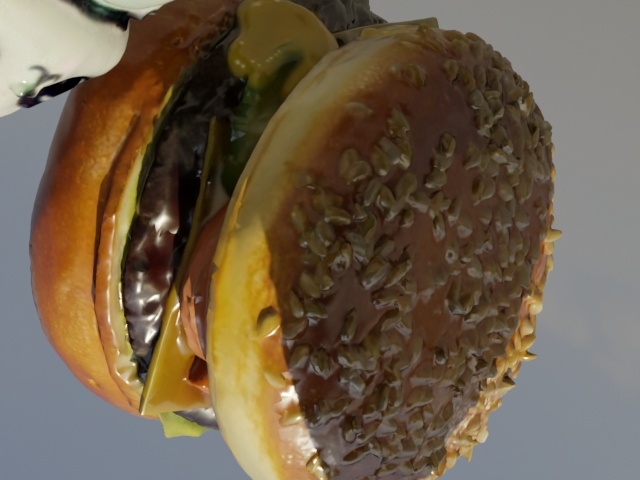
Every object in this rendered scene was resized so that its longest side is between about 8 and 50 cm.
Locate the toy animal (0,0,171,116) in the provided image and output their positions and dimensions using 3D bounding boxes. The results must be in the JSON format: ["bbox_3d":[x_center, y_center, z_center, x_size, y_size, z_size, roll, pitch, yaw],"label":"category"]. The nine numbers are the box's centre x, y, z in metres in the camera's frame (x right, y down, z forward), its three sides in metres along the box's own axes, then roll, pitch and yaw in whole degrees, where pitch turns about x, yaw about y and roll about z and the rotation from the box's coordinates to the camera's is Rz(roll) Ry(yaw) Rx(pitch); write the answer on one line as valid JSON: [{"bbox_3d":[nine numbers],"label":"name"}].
[{"bbox_3d":[-0.126,-0.131,0.800,0.138,0.179,0.166,49,-172,27],"label":"toy animal"}]

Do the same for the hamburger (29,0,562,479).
[{"bbox_3d":[0.000,0.000,0.953,0.225,0.291,0.291,19,-171,29],"label":"hamburger"}]
